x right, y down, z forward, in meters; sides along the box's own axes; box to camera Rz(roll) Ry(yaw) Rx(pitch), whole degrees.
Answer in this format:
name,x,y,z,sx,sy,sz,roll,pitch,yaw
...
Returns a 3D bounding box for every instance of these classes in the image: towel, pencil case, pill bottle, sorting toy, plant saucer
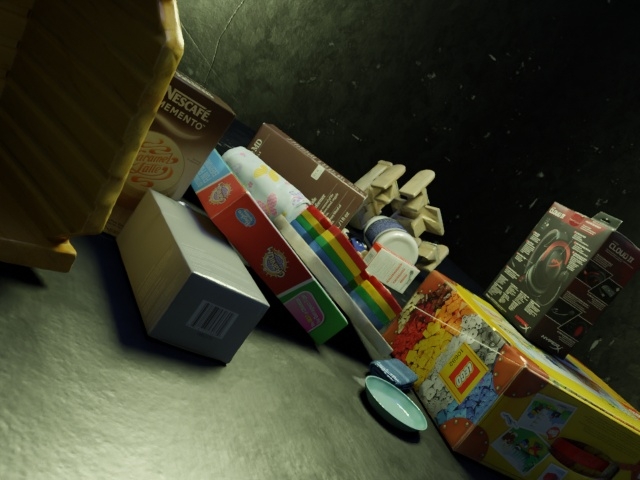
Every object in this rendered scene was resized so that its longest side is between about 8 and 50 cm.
name,x,y,z,sx,sy,sz,roll,pitch,yaw
towel,0.129,0.240,1.066,0.067,0.029,0.119,41,13,26
pencil case,-0.154,-0.128,1.560,0.273,0.124,0.114,38,38,20
pill bottle,0.232,0.008,2.067,0.153,0.153,0.264,33,11,-16
sorting toy,0.043,0.061,1.149,0.255,0.089,0.257,52,-2,-25
plant saucer,0.114,0.262,0.943,0.119,0.021,0.119,34,11,-7

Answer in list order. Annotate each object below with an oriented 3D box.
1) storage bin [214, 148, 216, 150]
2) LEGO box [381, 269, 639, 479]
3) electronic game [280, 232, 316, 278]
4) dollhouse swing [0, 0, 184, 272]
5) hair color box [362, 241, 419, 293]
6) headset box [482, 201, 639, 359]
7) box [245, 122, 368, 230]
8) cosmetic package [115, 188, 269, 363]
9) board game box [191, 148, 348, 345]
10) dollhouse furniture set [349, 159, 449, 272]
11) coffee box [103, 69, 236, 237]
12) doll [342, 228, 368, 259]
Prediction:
name,x,y,z,sx,sy,sz,roll,pitch,yaw
storage bin,-0.339,-0.232,1.504,0.135,0.098,0.091,28,3,-36
LEGO box,0.418,0.314,1.203,0.500,0.193,0.372,31,12,-23
electronic game,-0.002,0.046,1.452,0.229,0.048,0.229,35,10,-7
dollhouse swing,-0.366,-0.183,0.536,0.315,0.346,0.305,42,21,26
hair color box,0.210,0.084,1.827,0.167,0.093,0.053,31,12,-28
headset box,0.505,0.064,1.244,0.110,0.293,0.218,32,10,-17
box,-0.062,-0.172,1.827,0.382,0.191,0.143,36,11,2
cosmetic package,-0.177,0.039,0.794,0.127,0.107,0.238,29,9,-36
board game box,-0.097,0.002,0.997,0.316,0.064,0.242,54,-3,-36
dollhouse furniture set,0.318,-0.138,2.300,0.394,0.256,0.361,20,-39,42
coffee box,-0.257,-0.130,0.871,0.141,0.246,0.098,28,13,-33
doll,0.109,0.008,1.968,0.129,0.046,0.189,30,12,-34
